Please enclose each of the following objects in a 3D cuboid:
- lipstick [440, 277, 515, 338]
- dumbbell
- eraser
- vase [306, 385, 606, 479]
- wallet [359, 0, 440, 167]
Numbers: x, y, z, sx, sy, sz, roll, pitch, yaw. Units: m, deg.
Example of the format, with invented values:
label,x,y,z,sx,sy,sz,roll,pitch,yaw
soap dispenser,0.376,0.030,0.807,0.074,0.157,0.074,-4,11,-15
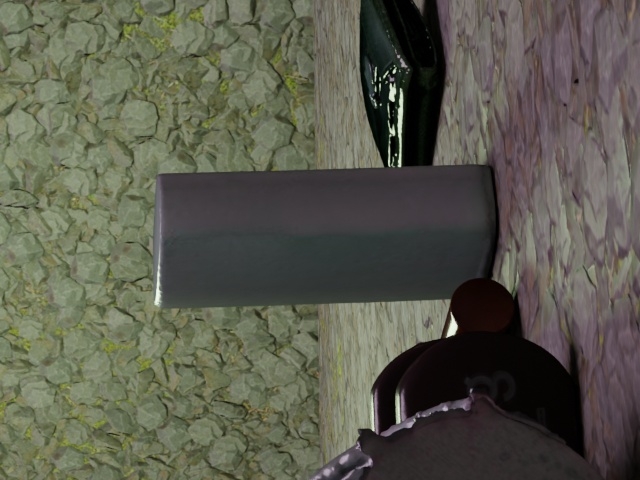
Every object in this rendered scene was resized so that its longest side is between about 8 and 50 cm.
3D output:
label,x,y,z,sx,sy,sz,roll,pitch,yaw
lipstick,0.121,0.131,1.570,0.357,0.057,0.057,94,172,-64
dumbbell,0.107,0.137,1.302,0.225,0.124,0.140,122,146,-83
eraser,0.000,0.000,1.559,0.189,0.290,0.104,111,157,-72
vase,0.047,0.297,1.150,0.445,0.250,0.250,114,156,-51
wallet,0.075,-0.162,1.866,0.236,0.055,0.160,94,161,-56
